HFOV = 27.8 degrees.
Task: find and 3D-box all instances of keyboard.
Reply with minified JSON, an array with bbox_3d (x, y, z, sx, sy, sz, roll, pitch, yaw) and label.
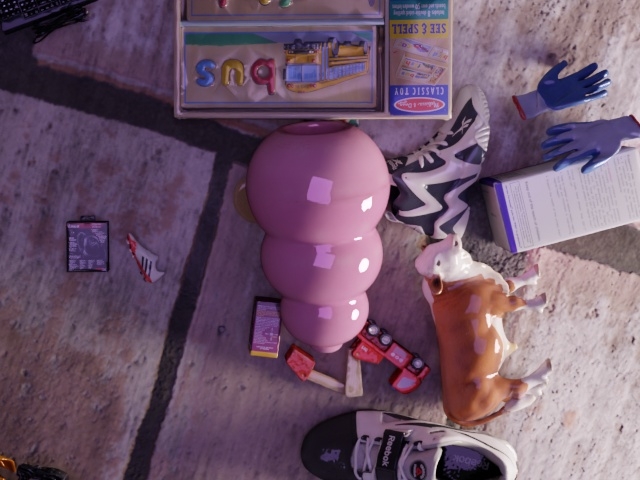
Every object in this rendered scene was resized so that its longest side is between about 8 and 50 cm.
[{"bbox_3d":[-0.381,-0.356,1.881,0.192,0.038,0.100,-22,97,-1],"label":"keyboard"}]

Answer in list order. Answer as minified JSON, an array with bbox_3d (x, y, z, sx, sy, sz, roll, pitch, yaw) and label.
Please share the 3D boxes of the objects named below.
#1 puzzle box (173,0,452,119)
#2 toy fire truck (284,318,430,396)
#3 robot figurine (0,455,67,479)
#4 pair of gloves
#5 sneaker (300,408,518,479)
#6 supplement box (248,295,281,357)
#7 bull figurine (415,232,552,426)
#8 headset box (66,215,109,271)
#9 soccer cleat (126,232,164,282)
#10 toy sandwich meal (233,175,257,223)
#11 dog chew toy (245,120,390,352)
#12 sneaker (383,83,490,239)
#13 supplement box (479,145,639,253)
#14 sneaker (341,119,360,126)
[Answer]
[{"bbox_3d":[-0.012,-0.308,1.866,0.408,0.052,0.272,0,94,7],"label":"puzzle box"},{"bbox_3d":[0.056,0.189,1.964,0.192,0.047,0.135,37,92,-8],"label":"toy fire truck"},{"bbox_3d":[-0.484,0.412,1.928,0.291,0.085,0.211,21,94,-5],"label":"robot figurine"},{"bbox_3d":[0.378,-0.185,1.906,0.159,0.023,0.198,-20,57,-9],"label":"pair of gloves"},{"bbox_3d":[0.130,0.319,1.920,0.330,0.146,0.123,2,87,6],"label":"sneaker"},{"bbox_3d":[-0.082,0.130,1.944,0.043,0.055,0.083,6,96,-6],"label":"supplement box"},{"bbox_3d":[0.244,0.127,1.938,0.188,0.101,0.311,-6,107,1],"label":"bull figurine"},{"bbox_3d":[-0.346,0.005,1.922,0.062,0.032,0.083,-1,95,-5],"label":"headset box"},{"bbox_3d":[-0.263,0.023,1.934,0.035,0.029,0.083,-27,100,-10],"label":"soccer cleat"},{"bbox_3d":[-0.091,-0.067,1.938,0.085,0.029,0.086,-1,103,-3],"label":"toy sandwich meal"},{"bbox_3d":[0.000,0.000,1.859,0.206,0.206,0.332,-4,107,-4],"label":"dog chew toy"},{"bbox_3d":[0.155,-0.124,1.915,0.153,0.094,0.235,9,105,-14],"label":"sneaker"},{"bbox_3d":[0.364,-0.065,1.929,0.220,0.111,0.114,-15,97,-2],"label":"supplement box"},{"bbox_3d":[0.075,-0.242,1.921,0.075,0.057,0.161,36,94,-14],"label":"sneaker"}]
